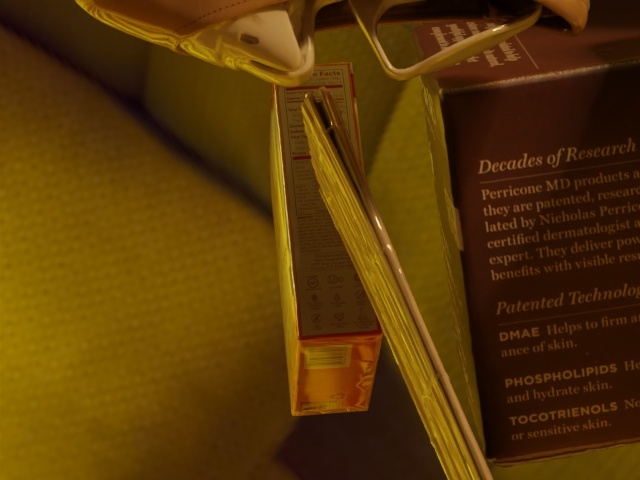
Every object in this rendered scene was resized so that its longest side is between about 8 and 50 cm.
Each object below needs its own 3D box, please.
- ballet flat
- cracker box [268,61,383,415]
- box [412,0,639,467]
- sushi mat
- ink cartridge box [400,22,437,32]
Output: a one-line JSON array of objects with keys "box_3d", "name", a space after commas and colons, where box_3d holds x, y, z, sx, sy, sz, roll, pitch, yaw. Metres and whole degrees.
[{"box_3d": [0.008, -0.104, 0.831, 0.080, 0.232, 0.073, 71, -170, -82], "name": "ballet flat"}, {"box_3d": [0.000, 0.000, 1.454, 0.156, 0.067, 0.232, 95, 171, -63], "name": "cracker box"}, {"box_3d": [0.149, -0.014, 1.001, 0.168, 0.167, 0.203, -95, -4, -73], "name": "box"}, {"box_3d": [0.060, 0.083, 0.942, 0.151, 0.019, 0.316, 75, 172, -74], "name": "sushi mat"}, {"box_3d": [0.086, -0.282, 1.201, 0.395, 0.270, 0.151, 25, 169, -39], "name": "ink cartridge box"}]
